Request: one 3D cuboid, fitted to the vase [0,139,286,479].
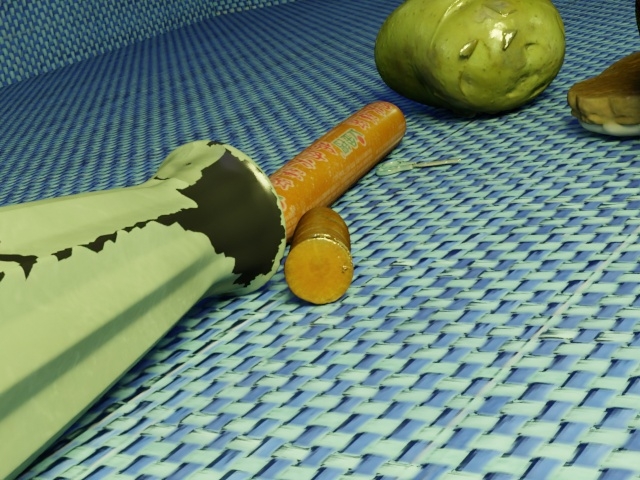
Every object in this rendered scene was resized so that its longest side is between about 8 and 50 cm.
[{"bbox_3d":[-0.161,0.038,0.584,0.165,0.165,0.360,-3,17,32],"label":"vase"}]

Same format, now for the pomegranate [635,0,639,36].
[{"bbox_3d":[0.352,-0.165,0.745,0.231,0.230,0.286,-3,-2,30],"label":"pomegranate"}]

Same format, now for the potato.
[{"bbox_3d":[0.156,-0.202,1.108,0.169,0.143,0.248,21,-6,-29],"label":"potato"}]

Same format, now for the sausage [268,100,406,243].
[{"bbox_3d":[0.010,-0.067,0.931,0.053,0.053,0.348,-5,19,26],"label":"sausage"}]

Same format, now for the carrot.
[{"bbox_3d":[0.000,0.000,0.740,0.048,0.048,0.139,-12,16,5],"label":"carrot"}]

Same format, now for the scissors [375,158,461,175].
[{"bbox_3d":[0.091,-0.070,0.957,0.083,0.006,0.036,-4,18,29],"label":"scissors"}]

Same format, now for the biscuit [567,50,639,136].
[{"bbox_3d":[0.329,-0.139,0.916,0.181,0.049,0.208,3,25,44],"label":"biscuit"}]
